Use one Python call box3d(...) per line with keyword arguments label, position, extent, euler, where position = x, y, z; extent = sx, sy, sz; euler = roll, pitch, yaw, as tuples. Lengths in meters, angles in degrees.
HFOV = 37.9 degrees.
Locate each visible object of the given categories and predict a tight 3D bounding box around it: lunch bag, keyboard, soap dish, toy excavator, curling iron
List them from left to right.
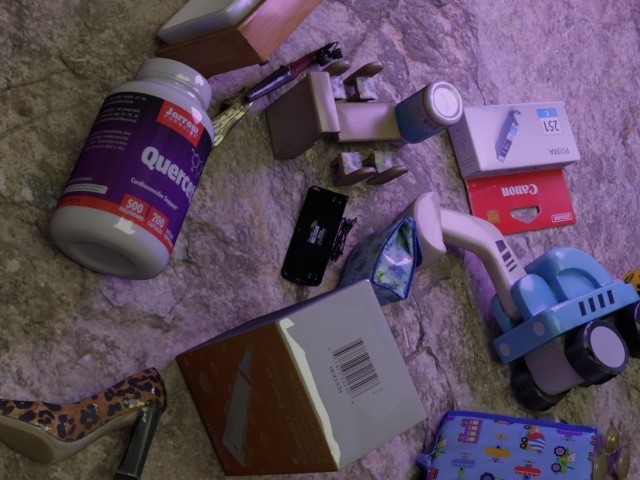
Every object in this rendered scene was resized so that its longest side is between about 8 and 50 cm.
box3d(label="soap dish", position=(-0.116, -0.399, 1.590), extent=(0.291, 0.229, 0.118), euler=(-52, 122, -31))
box3d(label="curling iron", position=(-0.049, -0.305, 1.669), extent=(0.274, 0.068, 0.035), euler=(-35, 108, -43))
box3d(label="keyboard", position=(0.000, 0.000, 1.660), extent=(0.100, 0.038, 0.192), euler=(19, 66, -1))
box3d(label="lunch bag", position=(0.108, 0.039, 1.649), extent=(0.096, 0.129, 0.151), euler=(29, 61, -23))
box3d(label="lunch bag", position=(0.307, 0.415, 1.606), extent=(0.293, 0.138, 0.221), euler=(11, 56, 15))
box3d(label="toy excavator", position=(0.391, 0.092, 1.790), extent=(0.432, 0.222, 0.445), euler=(-14, 70, -33))

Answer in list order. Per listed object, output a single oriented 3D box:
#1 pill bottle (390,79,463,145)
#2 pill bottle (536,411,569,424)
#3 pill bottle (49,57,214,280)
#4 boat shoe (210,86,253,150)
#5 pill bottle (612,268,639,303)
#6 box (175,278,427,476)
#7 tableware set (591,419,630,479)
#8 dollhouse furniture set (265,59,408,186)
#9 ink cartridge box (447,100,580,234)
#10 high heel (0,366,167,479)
box3d(label="pill bottle", position=(0.189, -0.234, 1.757), extent=(0.087, 0.160, 0.087), euler=(9, 72, -30))
box3d(label="pill bottle", position=(0.473, 0.390, 1.810), extent=(0.120, 0.067, 0.067), euler=(36, 61, -18))
box3d(label="pill bottle", position=(-0.274, -0.114, 1.425), extent=(0.181, 0.181, 0.323), euler=(28, 64, -22))
box3d(label="boat shoe", position=(-0.166, -0.216, 1.599), extent=(0.048, 0.056, 0.153), euler=(45, 65, -19))
box3d(label="pill bottle", position=(0.692, 0.113, 1.939), extent=(0.119, 0.208, 0.119), euler=(10, 71, -30))
box3d(label="box", position=(-0.041, 0.212, 1.376), extent=(0.168, 0.345, 0.215), euler=(-23, 88, -34))
box3d(label="tableware set", position=(0.575, 0.450, 1.857), extent=(0.169, 0.020, 0.141), euler=(-46, 126, -37))
box3d(label="dollhouse furniture set", position=(0.050, -0.219, 1.668), extent=(0.242, 0.161, 0.212), euler=(-6, 79, -33))
box3d(label="ink cartridge box", position=(0.418, -0.152, 1.934), extent=(0.296, 0.066, 0.261), euler=(-9, 80, -33))
box3d(label="high heel", position=(-0.356, 0.230, 1.353), extent=(0.261, 0.093, 0.186), euler=(25, 46, -14))
